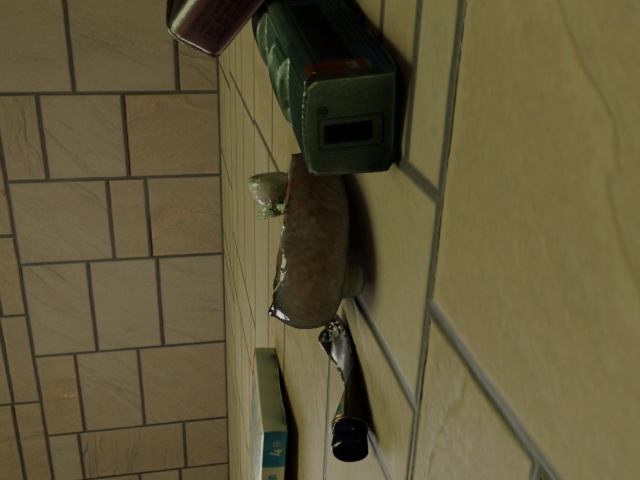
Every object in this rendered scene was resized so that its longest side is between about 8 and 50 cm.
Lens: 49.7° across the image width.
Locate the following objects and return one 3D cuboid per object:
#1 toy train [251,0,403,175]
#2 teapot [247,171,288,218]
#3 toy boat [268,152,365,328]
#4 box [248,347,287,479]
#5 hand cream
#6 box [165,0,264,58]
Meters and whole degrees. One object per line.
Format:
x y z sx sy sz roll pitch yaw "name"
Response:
-0.018 -0.194 0.662 0.409 0.089 0.086 -110 16 -54 "toy train"
-0.069 -0.067 1.029 0.083 0.064 0.064 9 113 46 "teapot"
0.000 0.000 0.692 0.227 0.085 0.155 -91 12 -66 "toy boat"
-0.098 0.375 1.241 0.265 0.048 0.274 -109 22 -66 "box"
0.022 0.143 0.691 0.163 0.038 0.062 -98 9 -51 "hand cream"
-0.057 -0.279 0.624 0.224 0.069 0.120 -33 44 45 "box"
